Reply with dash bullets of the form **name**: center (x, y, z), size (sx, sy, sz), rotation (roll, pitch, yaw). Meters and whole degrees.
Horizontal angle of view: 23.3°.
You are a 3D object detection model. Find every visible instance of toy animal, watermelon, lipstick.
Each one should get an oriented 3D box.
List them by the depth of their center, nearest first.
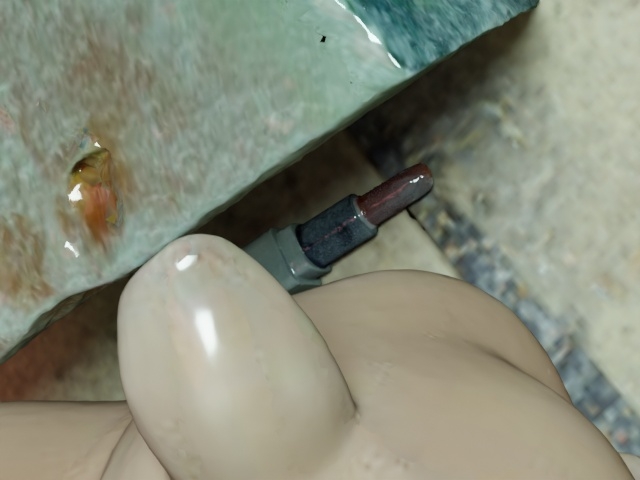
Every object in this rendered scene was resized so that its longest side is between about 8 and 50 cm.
- **toy animal**: center (-0.045, 0.124, 0.505), size (0.326, 0.269, 0.237), rotation (-12, 89, -8)
- **watermelon**: center (-0.117, -0.054, 0.575), size (0.387, 0.228, 0.258), rotation (16, 101, 24)
- **lipstick**: center (0.000, 0.000, 0.603), size (0.107, 0.025, 0.025), rotation (-33, 72, 22)
